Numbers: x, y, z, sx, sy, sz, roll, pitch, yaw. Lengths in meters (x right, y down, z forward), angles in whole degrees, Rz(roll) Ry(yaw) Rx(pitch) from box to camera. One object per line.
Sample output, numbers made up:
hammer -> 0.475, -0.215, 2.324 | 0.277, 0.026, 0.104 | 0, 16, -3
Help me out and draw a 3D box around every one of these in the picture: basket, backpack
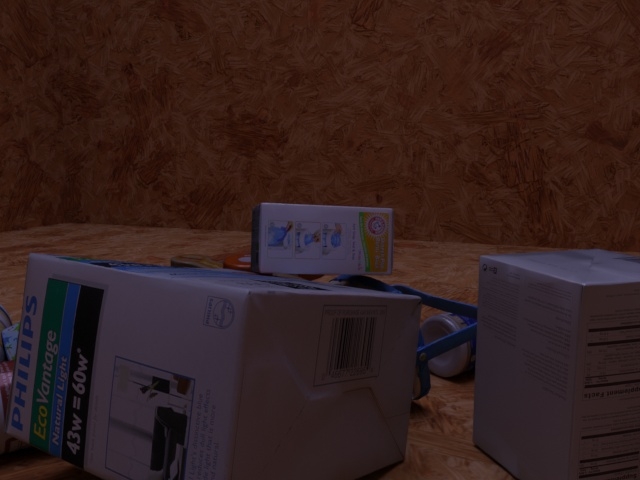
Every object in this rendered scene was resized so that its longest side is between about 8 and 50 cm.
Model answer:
basket -> 0.101, 0.152, 1.071 | 0.288, 0.201, 0.254 | -17, 15, -33
backpack -> -0.429, 0.173, 0.999 | 0.084, 0.114, 0.105 | -28, 52, -15

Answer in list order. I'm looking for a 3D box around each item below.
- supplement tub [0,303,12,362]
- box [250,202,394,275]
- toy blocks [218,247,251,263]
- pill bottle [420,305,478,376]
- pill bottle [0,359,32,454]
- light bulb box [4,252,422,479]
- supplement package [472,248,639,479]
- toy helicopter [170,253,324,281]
supplement tub -> -0.556, 0.181, 1.011 | 0.144, 0.144, 0.199 | -4, 23, -22
box -> 0.000, 0.000, 1.009 | 0.203, 0.103, 0.114 | 2, -1, -12
toy blocks -> -0.219, 0.131, 1.450 | 0.260, 0.191, 0.381 | -17, 15, -24
pill bottle -> 0.281, 0.178, 1.202 | 0.186, 0.112, 0.112 | -7, 10, -37
pill bottle -> -0.401, 0.220, 0.891 | 0.216, 0.121, 0.121 | -5, 10, -36
light bulb box -> -0.121, 0.151, 0.811 | 0.361, 0.225, 0.358 | 6, -2, 35
supplement package -> 0.329, 0.157, 0.814 | 0.198, 0.263, 0.199 | -2, 9, -18
toy helicopter -> -0.150, 0.068, 1.229 | 0.235, 0.140, 0.355 | -11, 17, -43
